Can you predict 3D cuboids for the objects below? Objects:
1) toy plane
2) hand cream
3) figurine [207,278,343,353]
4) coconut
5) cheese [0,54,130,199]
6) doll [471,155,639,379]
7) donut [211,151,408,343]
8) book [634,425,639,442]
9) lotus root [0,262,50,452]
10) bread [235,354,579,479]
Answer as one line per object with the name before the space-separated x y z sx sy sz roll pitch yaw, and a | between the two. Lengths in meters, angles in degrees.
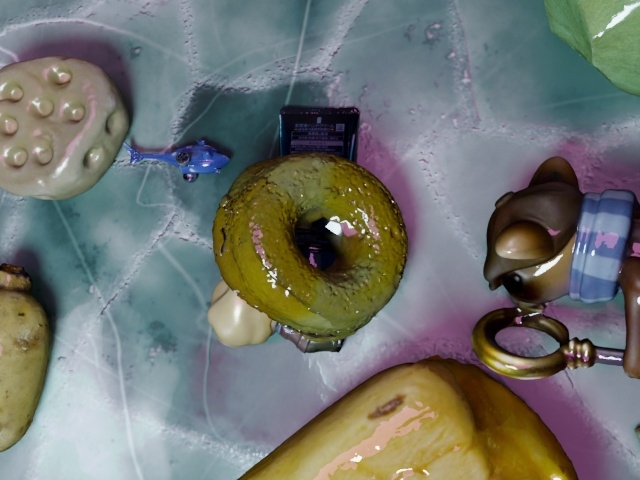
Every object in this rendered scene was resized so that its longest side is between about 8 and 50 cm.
toy plane | -0.217 -0.126 1.207 0.167 0.054 0.062 3 59 9
hand cream | -0.008 -0.068 1.160 0.120 0.061 0.270 1 79 8
figurine | -0.059 0.107 1.123 0.196 0.114 0.108 11 80 3
coconut | 0.418 -0.329 1.000 0.329 0.281 0.328 4 82 -26
cheese | -0.405 -0.174 1.207 0.235 0.117 0.218 -40 78 5
doll | 0.374 0.047 1.023 0.340 0.209 0.317 17 54 9
donut | 0.000 0.000 1.058 0.272 0.107 0.272 4 78 -20
book | 0.665 0.294 1.007 0.428 0.039 0.300 -25 80 6
lotus root | -0.481 0.174 1.168 0.160 0.146 0.284 13 83 -7
bread | 0.123 0.347 0.997 0.394 0.250 0.361 -39 81 0
